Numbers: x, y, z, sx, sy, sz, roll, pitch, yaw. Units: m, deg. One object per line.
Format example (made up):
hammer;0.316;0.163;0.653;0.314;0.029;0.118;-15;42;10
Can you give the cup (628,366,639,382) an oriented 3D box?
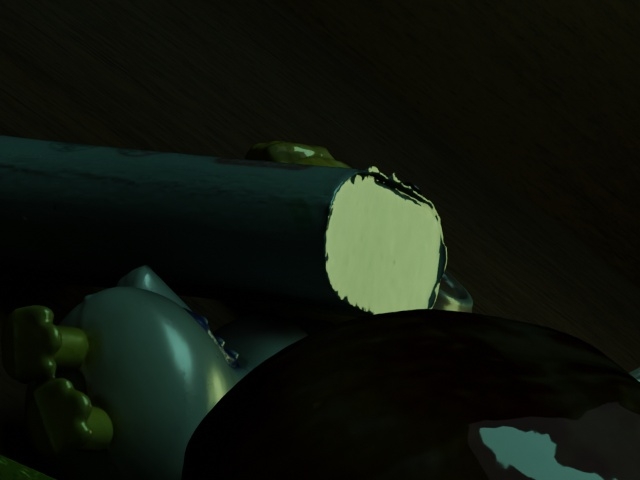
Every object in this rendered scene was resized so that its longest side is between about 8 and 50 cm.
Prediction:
cup;0.263;0.222;1.294;0.288;0.208;0.273;29;18;-52

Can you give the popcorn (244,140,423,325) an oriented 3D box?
popcorn;0.000;0.000;1.430;0.167;0.148;0.152;45;56;3

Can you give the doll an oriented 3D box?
doll;-0.054;0.086;0.985;0.293;0.119;0.138;23;46;-60

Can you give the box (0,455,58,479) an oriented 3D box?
box;-0.088;0.160;0.768;0.311;0.043;0.173;33;14;-40

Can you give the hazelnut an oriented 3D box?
hazelnut;0.047;0.121;0.732;0.218;0.218;0.234;28;20;-49

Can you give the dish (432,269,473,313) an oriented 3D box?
dish;0.049;0.038;1.586;0.213;0.090;0.213;40;11;-9

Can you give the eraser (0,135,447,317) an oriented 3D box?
eraser;-0.063;-0.006;1.102;0.227;0.081;0.174;5;-9;24
